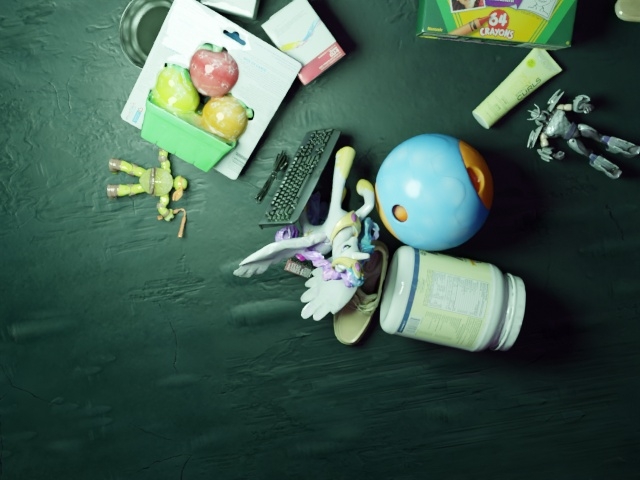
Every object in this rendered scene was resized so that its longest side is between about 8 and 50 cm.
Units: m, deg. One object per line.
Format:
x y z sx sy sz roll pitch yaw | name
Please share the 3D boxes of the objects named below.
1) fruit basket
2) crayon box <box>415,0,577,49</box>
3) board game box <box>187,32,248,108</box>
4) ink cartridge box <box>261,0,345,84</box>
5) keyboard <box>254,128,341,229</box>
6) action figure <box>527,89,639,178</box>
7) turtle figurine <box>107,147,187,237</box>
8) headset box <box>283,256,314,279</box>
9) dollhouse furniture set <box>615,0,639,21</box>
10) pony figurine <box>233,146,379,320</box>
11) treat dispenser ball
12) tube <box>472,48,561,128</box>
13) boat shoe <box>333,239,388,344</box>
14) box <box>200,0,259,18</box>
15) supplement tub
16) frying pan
-0.271 -0.364 1.644 0.327 0.165 0.353 27 111 -13 | fruit basket
0.430 -0.636 1.615 0.363 0.106 0.313 5 101 -3 | crayon box
-0.243 -0.452 1.717 0.210 0.047 0.160 28 101 -5 | board game box
-0.041 -0.490 1.667 0.127 0.128 0.176 -36 99 7 | ink cartridge box
-0.077 -0.157 1.675 0.202 0.317 0.033 -7 136 40 | keyboard
0.657 -0.270 1.724 0.285 0.099 0.185 28 109 -1 | action figure
-0.441 -0.141 1.763 0.218 0.087 0.269 3 102 0 | turtle figurine
-0.060 0.070 1.815 0.083 0.062 0.032 20 101 -4 | headset box
0.748 -0.746 1.500 0.257 0.362 0.394 4 81 1 | dollhouse furniture set
0.000 0.000 1.654 0.303 0.363 0.351 28 136 -30 | pony figurine
0.277 -0.118 1.659 0.288 0.288 0.288 0 102 0 | treat dispenser ball
0.496 -0.388 1.721 0.240 0.062 0.070 -42 139 3 | tube
0.109 0.147 1.810 0.109 0.098 0.302 18 101 -3 | boat shoe
-0.203 -0.631 1.616 0.130 0.091 0.170 14 103 -3 | box
0.334 0.155 1.741 0.325 0.235 0.235 12 101 -2 | supplement tub
-0.354 -0.543 1.665 0.326 0.053 0.197 -20 89 17 | frying pan
